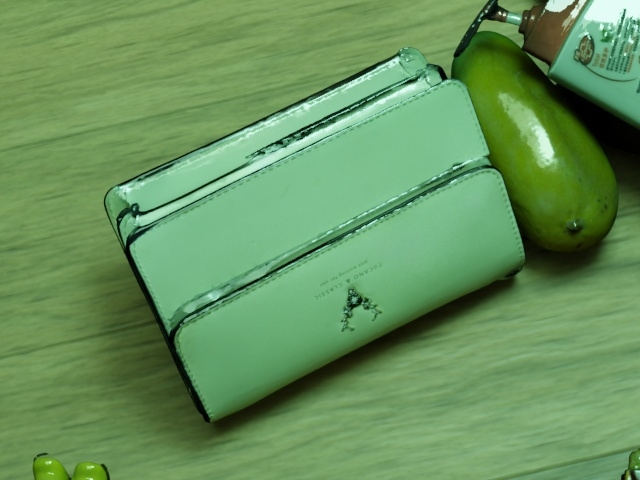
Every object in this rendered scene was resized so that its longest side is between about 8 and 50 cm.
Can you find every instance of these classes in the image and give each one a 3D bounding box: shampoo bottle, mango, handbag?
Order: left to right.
[{"bbox_3d":[0.000,0.000,1.763,0.358,0.237,0.160,-26,27,-8],"label":"handbag"},{"bbox_3d":[0.212,-0.104,1.823,0.114,0.156,0.251,-29,80,24],"label":"mango"},{"bbox_3d":[0.277,-0.177,1.744,0.284,0.071,0.153,18,97,6],"label":"shampoo bottle"}]

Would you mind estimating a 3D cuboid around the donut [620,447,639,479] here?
[{"bbox_3d":[0.393,0.200,1.654,0.216,0.096,0.230,18,84,11],"label":"donut"}]

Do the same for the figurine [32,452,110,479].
[{"bbox_3d":[-0.252,0.317,1.673,0.162,0.143,0.263,8,45,2],"label":"figurine"}]

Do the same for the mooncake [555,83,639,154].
[{"bbox_3d":[0.349,-0.259,1.903,0.334,0.174,0.326,22,68,17],"label":"mooncake"}]
